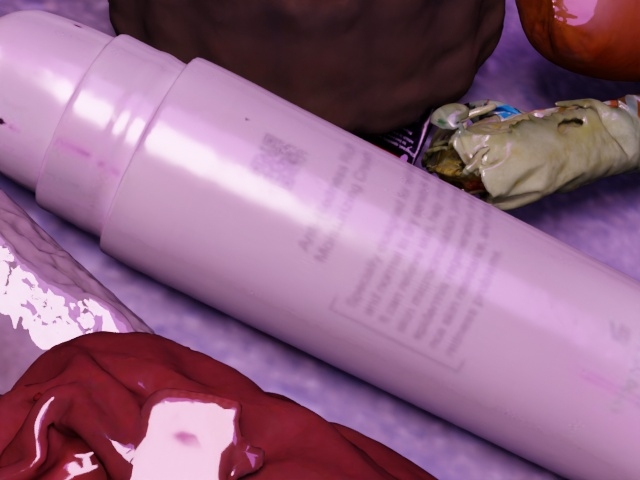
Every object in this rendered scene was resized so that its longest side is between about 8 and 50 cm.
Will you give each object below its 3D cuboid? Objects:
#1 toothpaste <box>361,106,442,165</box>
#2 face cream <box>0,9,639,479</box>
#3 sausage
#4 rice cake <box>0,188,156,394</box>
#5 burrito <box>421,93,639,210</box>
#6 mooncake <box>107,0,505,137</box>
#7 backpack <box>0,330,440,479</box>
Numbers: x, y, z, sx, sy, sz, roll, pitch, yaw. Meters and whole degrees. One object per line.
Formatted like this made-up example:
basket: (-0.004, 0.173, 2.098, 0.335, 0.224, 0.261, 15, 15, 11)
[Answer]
toothpaste: (0.055, -0.111, 0.656, 0.071, 0.045, 0.193, 26, 56, 10)
face cream: (0.000, 0.000, 0.516, 0.346, 0.102, 0.102, 27, 51, -2)
sausage: (0.203, -0.137, 0.669, 0.300, 0.083, 0.089, -9, 96, -45)
rice cake: (-0.178, -0.025, 0.461, 0.399, 0.064, 0.070, 43, 81, 4)
burrito: (0.146, -0.058, 0.624, 0.288, 0.104, 0.054, -13, 103, -44)
mooncake: (-0.007, -0.169, 0.597, 0.228, 0.124, 0.228, 1, 56, -1)
backpack: (-0.046, 0.151, 0.350, 0.229, 0.139, 0.229, 1, 88, -16)
